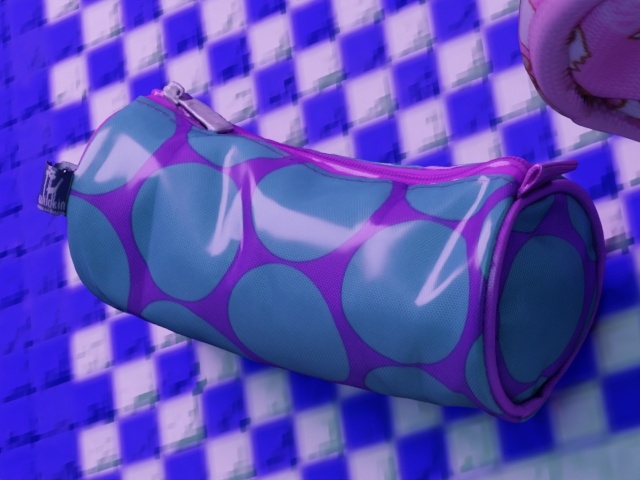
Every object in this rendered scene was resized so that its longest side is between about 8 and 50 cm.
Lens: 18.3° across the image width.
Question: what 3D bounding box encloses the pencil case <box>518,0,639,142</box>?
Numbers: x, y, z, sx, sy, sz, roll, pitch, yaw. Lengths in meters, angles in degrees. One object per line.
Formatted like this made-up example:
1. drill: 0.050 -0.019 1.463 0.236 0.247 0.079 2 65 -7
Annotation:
1. pencil case: 0.124 -0.206 0.464 0.160 0.167 0.386 2 74 2

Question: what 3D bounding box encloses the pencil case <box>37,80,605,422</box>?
1. pencil case: 0.000 0.000 0.536 0.151 0.064 0.070 13 108 36
